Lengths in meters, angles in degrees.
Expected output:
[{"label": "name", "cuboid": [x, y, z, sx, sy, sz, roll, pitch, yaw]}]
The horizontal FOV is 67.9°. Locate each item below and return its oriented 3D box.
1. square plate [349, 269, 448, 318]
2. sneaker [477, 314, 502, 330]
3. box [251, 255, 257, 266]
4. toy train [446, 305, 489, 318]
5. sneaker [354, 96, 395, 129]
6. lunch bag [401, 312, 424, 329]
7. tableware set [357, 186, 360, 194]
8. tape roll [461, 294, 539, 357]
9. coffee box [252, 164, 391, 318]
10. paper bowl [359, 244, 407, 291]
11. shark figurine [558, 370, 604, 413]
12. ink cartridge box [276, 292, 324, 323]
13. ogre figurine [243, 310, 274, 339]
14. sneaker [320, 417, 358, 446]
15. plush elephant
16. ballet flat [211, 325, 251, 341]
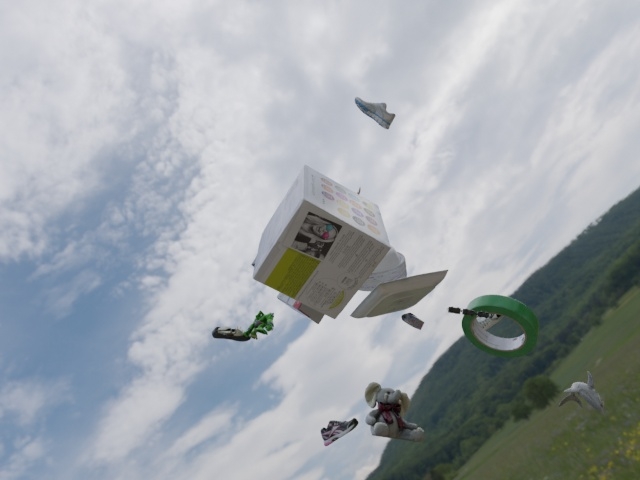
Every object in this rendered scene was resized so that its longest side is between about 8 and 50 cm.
[{"label": "square plate", "cuboid": [0.336, 0.243, 2.037, 0.346, 0.049, 0.344, -8, -28, -24]}, {"label": "sneaker", "cuboid": [0.887, 0.416, 2.532, 0.292, 0.110, 0.118, -45, -6, 11]}, {"label": "box", "cuboid": [-0.168, 0.132, 2.293, 0.270, 0.165, 0.144, 40, -118, -21]}, {"label": "toy train", "cuboid": [0.565, 0.275, 1.824, 0.036, 0.158, 0.027, 40, -122, -75]}, {"label": "sneaker", "cuboid": [0.228, -0.543, 1.962, 0.083, 0.190, 0.071, -52, -6, 7]}, {"label": "lunch bag", "cuboid": [0.408, 0.355, 2.118, 0.071, 0.083, 0.053, 32, -98, -37]}, {"label": "tableware set", "cuboid": [0.152, -0.167, 2.248, 0.169, 0.020, 0.141, 115, 175, -67]}, {"label": "tape roll", "cuboid": [0.798, 0.384, 2.121, 0.077, 0.321, 0.322, -52, -18, -41]}, {"label": "coffee box", "cuboid": [0.000, 0.000, 1.663, 0.334, 0.338, 0.338, 28, -66, -15]}, {"label": "paper bowl", "cuboid": [0.245, 0.108, 2.158, 0.284, 0.284, 0.148, -22, -69, -30]}, {"label": "shark figurine", "cuboid": [1.120, 0.667, 2.089, 0.116, 0.167, 0.278, -10, -15, -1]}, {"label": "ink cartridge box", "cuboid": [-0.076, 0.250, 1.897, 0.127, 0.175, 0.072, 40, -102, -34]}, {"label": "ogre figurine", "cuboid": [-0.296, 0.420, 2.378, 0.197, 0.096, 0.118, -46, 14, 47]}, {"label": "sneaker", "cuboid": [0.066, 0.752, 1.906, 0.178, 0.077, 0.072, -38, -20, 17]}, {"label": "plush elephant", "cuboid": [0.348, 0.850, 2.379, 0.271, 0.256, 0.330, 13, -22, -13]}, {"label": "ballet flat", "cuboid": [-0.448, 0.470, 2.416, 0.202, 0.074, 0.074, 9, -50, -16]}]
